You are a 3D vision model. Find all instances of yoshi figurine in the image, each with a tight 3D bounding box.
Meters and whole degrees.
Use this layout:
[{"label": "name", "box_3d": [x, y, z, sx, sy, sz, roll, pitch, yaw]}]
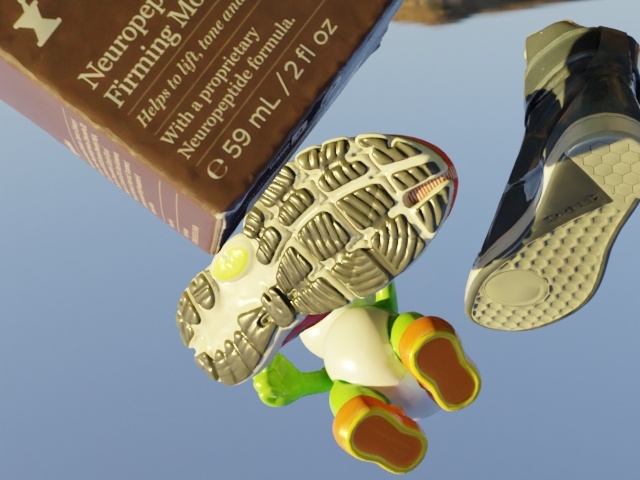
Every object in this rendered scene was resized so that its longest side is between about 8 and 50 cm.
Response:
[{"label": "yoshi figurine", "box_3d": [0.021, 0.082, 1.297, 0.204, 0.202, 0.362, -6, -158, -15]}]

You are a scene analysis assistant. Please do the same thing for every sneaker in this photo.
[{"label": "sneaker", "box_3d": [0.166, -0.050, 0.850, 0.086, 0.226, 0.163, 14, -132, -10]}, {"label": "sneaker", "box_3d": [0.000, 0.000, 0.858, 0.279, 0.107, 0.118, -37, 177, 41]}]

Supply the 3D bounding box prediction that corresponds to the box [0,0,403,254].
[{"label": "box", "box_3d": [-0.084, -0.121, 0.639, 0.168, 0.203, 0.167, -54, -178, -9]}]
